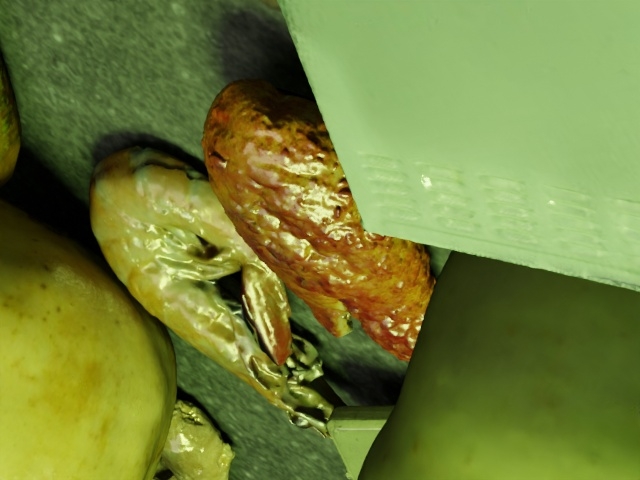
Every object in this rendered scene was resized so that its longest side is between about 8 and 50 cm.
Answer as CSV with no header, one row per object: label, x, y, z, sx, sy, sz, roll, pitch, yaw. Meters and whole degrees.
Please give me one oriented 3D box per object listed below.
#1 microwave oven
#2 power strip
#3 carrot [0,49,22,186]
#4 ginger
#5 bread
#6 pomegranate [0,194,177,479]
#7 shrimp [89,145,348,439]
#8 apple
microwave oven,0.155,-0.130,0.650,0.238,0.295,0.181,12,139,36
power strip,0.091,0.151,1.272,0.169,0.028,0.076,-2,129,27
carrot,-0.270,-0.112,1.297,0.082,0.082,0.173,24,146,22
ginger,-0.129,0.218,1.575,0.133,0.059,0.214,14,141,28
bread,0.005,0.000,1.147,0.139,0.095,0.269,22,148,38
pomegranate,-0.282,0.122,1.376,0.333,0.332,0.332,26,145,20
shrimp,-0.061,0.039,1.299,0.287,0.063,0.152,44,136,-4
apple,0.191,0.113,0.871,0.357,0.357,0.357,26,145,20
